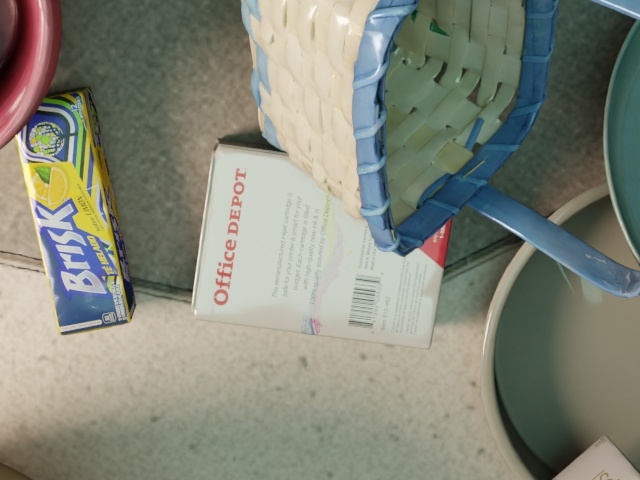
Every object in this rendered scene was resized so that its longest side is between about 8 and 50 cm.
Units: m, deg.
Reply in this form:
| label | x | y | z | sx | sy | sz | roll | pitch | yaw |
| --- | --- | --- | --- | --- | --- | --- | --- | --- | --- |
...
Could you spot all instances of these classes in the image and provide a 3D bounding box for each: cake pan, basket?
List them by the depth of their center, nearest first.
| label | x | y | z | sx | sy | sz | roll | pitch | yaw |
| --- | --- | --- | --- | --- | --- | --- | --- | --- | --- |
| basket | 0.096 | -0.104 | 0.866 | 0.289 | 0.255 | 0.201 | 36 | 63 | 25 |
| cake pan | 0.261 | 0.085 | 1.060 | 0.293 | 0.054 | 0.293 | -1 | 100 | -5 |

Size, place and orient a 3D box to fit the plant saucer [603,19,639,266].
| label | x | y | z | sx | sy | sz | roll | pitch | yaw |
| --- | --- | --- | --- | --- | --- | --- | --- | --- | --- |
| plant saucer | 0.340 | -0.055 | 1.002 | 0.317 | 0.044 | 0.317 | 3 | 79 | -14 |

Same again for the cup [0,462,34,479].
| label | x | y | z | sx | sy | sz | roll | pitch | yaw |
| --- | --- | --- | --- | --- | --- | --- | --- | --- | --- |
| cup | -0.275 | 0.275 | 0.954 | 0.331 | 0.237 | 0.331 | -1 | 101 | -5 |

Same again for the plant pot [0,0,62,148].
| label | x | y | z | sx | sy | sz | roll | pitch | yaw |
| --- | --- | --- | --- | --- | --- | --- | --- | --- | --- |
| plant pot | -0.265 | -0.145 | 0.909 | 0.201 | 0.180 | 0.201 | -1 | 101 | -5 |

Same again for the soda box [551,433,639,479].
| label | x | y | z | sx | sy | sz | roll | pitch | yaw |
| --- | --- | --- | --- | --- | --- | --- | --- | --- | --- |
| soda box | 0.217 | 0.209 | 0.940 | 0.069 | 0.216 | 0.074 | -42 | 101 | 4 |

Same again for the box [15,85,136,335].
| label | x | y | z | sx | sy | sz | roll | pitch | yaw |
| --- | --- | --- | --- | --- | --- | --- | --- | --- | --- |
| box | -0.175 | -0.022 | 1.000 | 0.054 | 0.059 | 0.169 | -11 | 101 | -1 |

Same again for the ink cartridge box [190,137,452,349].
| label | x | y | z | sx | sy | sz | roll | pitch | yaw |
| --- | --- | --- | --- | --- | --- | --- | --- | --- | --- |
| ink cartridge box | 0.000 | 0.000 | 1.012 | 0.175 | 0.072 | 0.127 | 8 | 99 | -6 |
